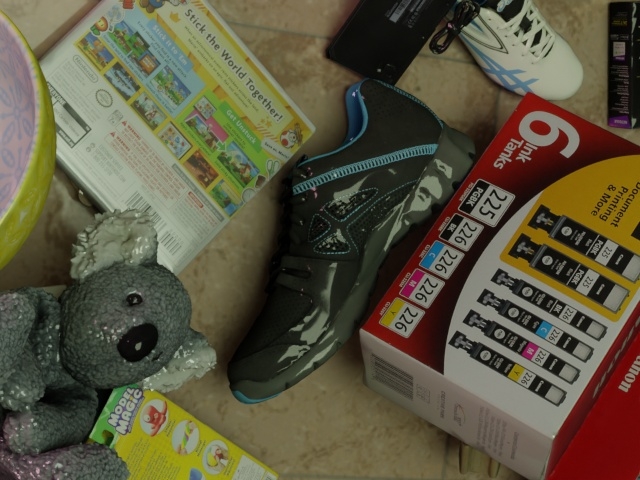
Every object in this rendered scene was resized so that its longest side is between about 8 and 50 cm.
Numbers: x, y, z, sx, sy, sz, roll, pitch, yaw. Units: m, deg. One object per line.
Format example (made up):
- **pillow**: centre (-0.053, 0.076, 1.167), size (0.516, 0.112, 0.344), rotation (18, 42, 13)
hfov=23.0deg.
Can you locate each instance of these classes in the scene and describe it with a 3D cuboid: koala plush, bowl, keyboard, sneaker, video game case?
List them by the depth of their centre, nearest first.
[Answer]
- **bowl**: centre (-0.334, -0.052, 1.280), size (0.289, 0.289, 0.156), rotation (-53, 157, -9)
- **koala plush**: centre (-0.200, 0.087, 1.293), size (0.221, 0.203, 0.196), rotation (-36, 109, -23)
- **video game case**: centre (-0.143, -0.114, 1.433), size (0.206, 0.026, 0.227), rotation (-47, 108, -17)
- **sneaker**: centre (0.000, 0.000, 1.492), size (0.139, 0.125, 0.341), rotation (39, 72, -13)
- **keyboard**: centre (0.093, -0.222, 1.495), size (0.108, 0.023, 0.180), rotation (25, 122, -20)
- **sneaker**: centre (0.181, -0.218, 1.552), size (0.237, 0.086, 0.085), rotation (40, 79, -25)

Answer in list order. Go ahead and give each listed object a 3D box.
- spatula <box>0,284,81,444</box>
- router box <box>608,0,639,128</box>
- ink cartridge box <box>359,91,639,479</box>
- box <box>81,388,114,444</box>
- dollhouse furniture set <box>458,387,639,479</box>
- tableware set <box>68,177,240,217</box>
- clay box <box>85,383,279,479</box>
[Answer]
- **spatula**: centre (-0.328, 0.134, 1.350), size (0.242, 0.019, 0.168), rotation (-7, 100, -24)
- **router box**: centre (0.393, -0.190, 1.674), size (0.179, 0.046, 0.133), rotation (-4, 99, -24)
- **ink cartridge box**: centre (0.232, 0.057, 1.477), size (0.272, 0.130, 0.309), rotation (28, 66, 17)
- **box**: centre (-0.310, 0.144, 1.396), size (0.233, 0.044, 0.159), rotation (37, 81, -24)
- **dollhouse furniture set**: centre (0.278, 0.212, 1.663), size (0.286, 0.198, 0.303), rotation (5, 127, 7)
- **tableware set**: centre (-0.157, -0.050, 1.454), size (0.168, 0.020, 0.141), rotation (-31, 108, -18)
- **clay box**: centre (-0.146, 0.221, 1.438), size (0.222, 0.053, 0.127), rotation (41, 68, -38)
